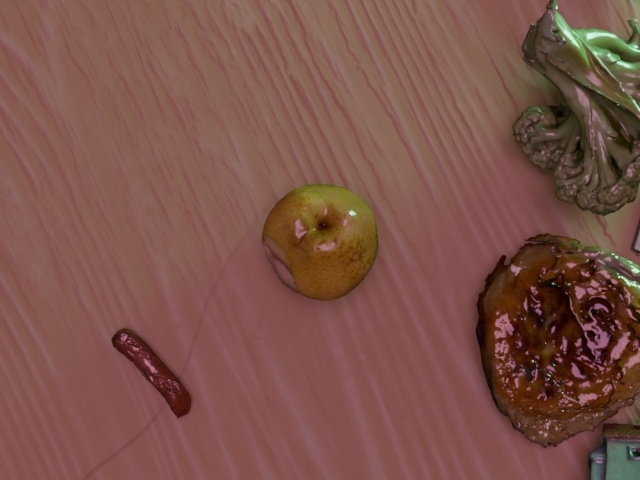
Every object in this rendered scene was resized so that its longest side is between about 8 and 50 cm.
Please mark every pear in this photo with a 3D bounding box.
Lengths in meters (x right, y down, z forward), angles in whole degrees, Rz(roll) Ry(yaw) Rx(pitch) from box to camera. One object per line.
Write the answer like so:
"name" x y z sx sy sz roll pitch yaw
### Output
"pear" 0.000 0.000 1.499 0.178 0.178 0.178 0 85 1

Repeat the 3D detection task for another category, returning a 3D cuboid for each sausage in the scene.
"sausage" -0.242 0.191 1.552 0.158 0.042 0.036 49 50 3

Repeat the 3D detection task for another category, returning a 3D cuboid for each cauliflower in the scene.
"cauliflower" 0.387 -0.191 1.481 0.281 0.260 0.327 29 52 1

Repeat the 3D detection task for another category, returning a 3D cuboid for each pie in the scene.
"pie" 0.361 0.133 1.520 0.308 0.085 0.308 0 84 1

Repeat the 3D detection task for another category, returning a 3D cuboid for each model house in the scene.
"model house" 0.454 0.301 1.502 0.148 0.119 0.148 2 62 20

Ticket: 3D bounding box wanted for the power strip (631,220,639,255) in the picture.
"power strip" 0.494 -0.027 1.565 0.051 0.019 0.136 19 85 1
